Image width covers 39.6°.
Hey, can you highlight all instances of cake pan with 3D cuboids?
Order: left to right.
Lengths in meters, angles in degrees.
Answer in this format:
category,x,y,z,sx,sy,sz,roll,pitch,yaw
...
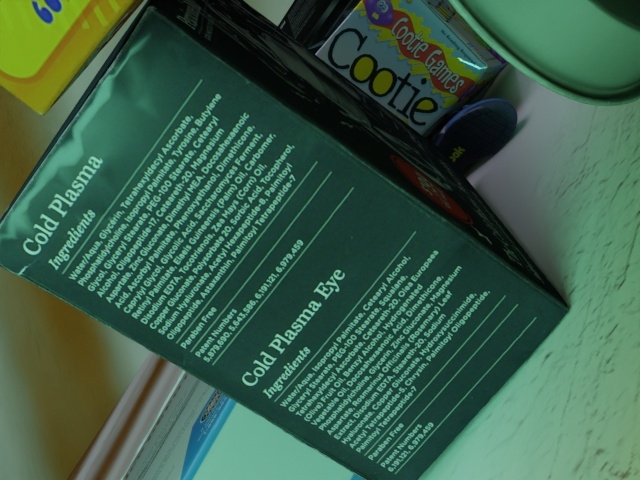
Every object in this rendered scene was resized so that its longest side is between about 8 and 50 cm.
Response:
category,x,y,z,sx,sy,sz,roll,pitch,yaw
cake pan,0.155,-0.230,0.567,0.054,0.293,0.293,-27,30,48

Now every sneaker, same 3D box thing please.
category,x,y,z,sx,sy,sz,roll,pitch,yaw
sneaker,0.146,-0.107,0.885,0.144,0.053,0.059,-39,19,57

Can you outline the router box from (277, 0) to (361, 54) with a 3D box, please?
category,x,y,z,sx,sy,sz,roll,pitch,yaw
router box,0.102,-0.381,1.387,0.309,0.243,0.081,-44,56,51

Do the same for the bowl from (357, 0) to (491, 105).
category,x,y,z,sx,sy,sz,roll,pitch,yaw
bowl,0.107,-0.237,1.147,0.311,0.163,0.311,-54,10,14

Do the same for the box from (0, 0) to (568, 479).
category,x,y,z,sx,sy,sz,roll,pitch,yaw
box,-0.034,-0.037,0.671,0.179,0.312,0.343,-52,18,14

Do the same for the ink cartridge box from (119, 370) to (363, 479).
category,x,y,z,sx,sy,sz,roll,pitch,yaw
ink cartridge box,-0.091,0.224,0.793,0.223,0.129,0.307,-61,11,-15

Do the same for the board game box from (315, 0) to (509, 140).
category,x,y,z,sx,sy,sz,roll,pitch,yaw
board game box,0.052,-0.142,0.975,0.275,0.142,0.144,-46,-6,25

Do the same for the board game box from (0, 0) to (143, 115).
category,x,y,z,sx,sy,sz,roll,pitch,yaw
board game box,-0.107,-0.355,0.375,0.356,0.356,0.356,-37,22,37
